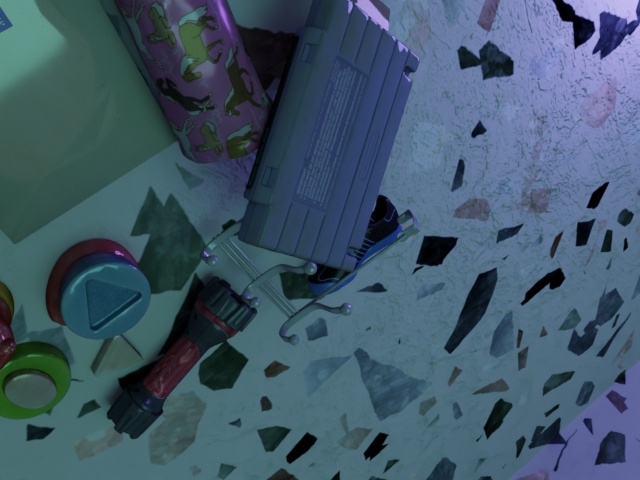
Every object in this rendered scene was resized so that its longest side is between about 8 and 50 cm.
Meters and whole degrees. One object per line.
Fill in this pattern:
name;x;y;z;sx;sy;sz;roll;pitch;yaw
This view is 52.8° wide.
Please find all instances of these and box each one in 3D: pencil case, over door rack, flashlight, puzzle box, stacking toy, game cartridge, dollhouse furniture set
pencil case;-0.180;-0.286;0.825;0.160;0.167;0.386;-51;137;-31
over door rack;0.000;0.000;1.067;0.324;0.108;0.239;-42;121;-3
flashlight;-0.243;0.206;1.115;0.304;0.103;0.103;-49;134;-3
puzzle box;-0.386;-0.221;0.795;0.272;0.052;0.409;-35;131;-13
stacking toy;-0.390;0.161;0.965;0.309;0.130;0.279;-22;126;-24
game cartridge;0.017;-0.144;0.931;0.230;0.068;0.355;19;89;-46
dollhouse furniture set;0.016;-0.324;1.042;0.144;0.123;0.151;22;67;-42

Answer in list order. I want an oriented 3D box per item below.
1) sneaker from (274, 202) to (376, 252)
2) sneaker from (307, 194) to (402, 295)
sneaker;-0.001;-0.061;1.150;0.235;0.090;0.094;-24;118;-24
sneaker;0.057;0.005;1.235;0.232;0.081;0.090;-40;130;-19
